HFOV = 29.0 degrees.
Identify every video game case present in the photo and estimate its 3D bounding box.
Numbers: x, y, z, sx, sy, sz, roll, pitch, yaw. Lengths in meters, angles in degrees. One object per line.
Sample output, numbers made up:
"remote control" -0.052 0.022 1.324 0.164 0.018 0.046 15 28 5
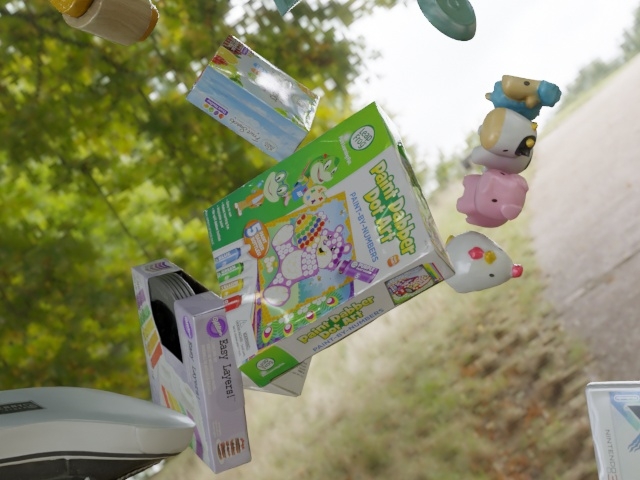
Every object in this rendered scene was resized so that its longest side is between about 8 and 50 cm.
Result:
"video game case" 0.622 0.381 2.074 0.329 0.300 0.036 -6 8 33

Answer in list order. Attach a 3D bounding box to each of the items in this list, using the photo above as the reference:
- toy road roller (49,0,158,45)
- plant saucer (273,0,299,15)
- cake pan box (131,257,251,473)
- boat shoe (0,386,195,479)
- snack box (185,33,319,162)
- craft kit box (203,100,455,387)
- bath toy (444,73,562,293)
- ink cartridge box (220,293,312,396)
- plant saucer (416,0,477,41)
"toy road roller" -0.420 -0.553 2.352 0.240 0.329 0.202 -51 -33 18
"plant saucer" -0.087 -0.467 2.035 0.018 0.192 0.067 -11 28 43
"cake pan box" -0.192 0.175 1.830 0.070 0.267 0.245 -17 24 -27
"boat shoe" -0.234 0.188 1.024 0.306 0.113 0.105 3 -78 -53
"snack box" -0.095 -0.211 1.831 0.070 0.174 0.207 -53 8 21
"craft kit box" 0.000 0.000 1.353 0.246 0.250 0.061 -30 -46 12
"bath toy" 0.283 -0.082 1.935 0.151 0.129 0.348 38 -115 -56
"ink cartridge box" -0.099 0.144 2.349 0.114 0.273 0.197 27 -17 -40
"plant saucer" 0.202 -0.364 1.933 0.119 0.119 0.021 -25 -14 -47
